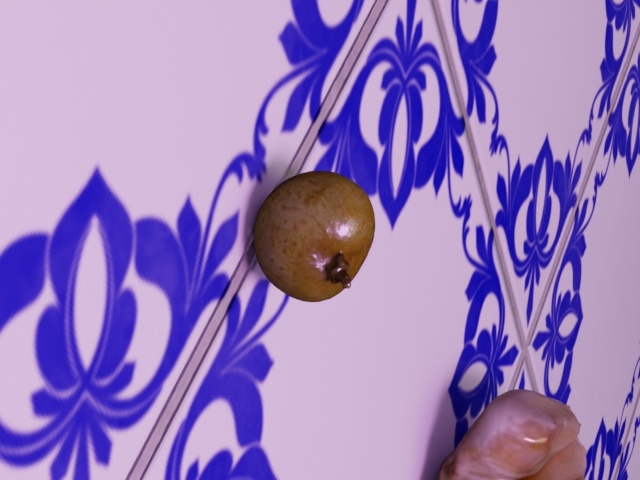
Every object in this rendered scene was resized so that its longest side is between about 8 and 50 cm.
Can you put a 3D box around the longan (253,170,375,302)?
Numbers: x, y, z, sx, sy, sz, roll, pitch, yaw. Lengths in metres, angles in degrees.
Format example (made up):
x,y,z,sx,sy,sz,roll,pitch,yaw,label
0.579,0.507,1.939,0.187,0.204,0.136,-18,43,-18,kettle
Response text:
x,y,z,sx,sy,sz,roll,pitch,yaw,label
0.000,0.000,0.730,0.075,0.083,0.075,-16,128,-21,longan

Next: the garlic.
x,y,z,sx,sy,sz,roll,pitch,yaw,label
0.155,0.231,1.096,0.228,0.110,0.217,21,90,-53,garlic
